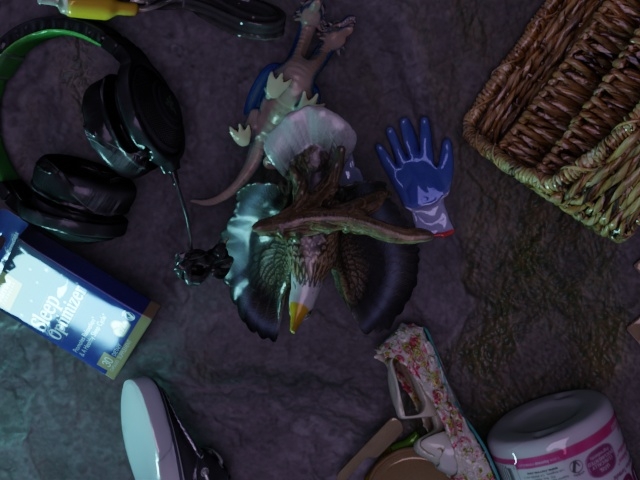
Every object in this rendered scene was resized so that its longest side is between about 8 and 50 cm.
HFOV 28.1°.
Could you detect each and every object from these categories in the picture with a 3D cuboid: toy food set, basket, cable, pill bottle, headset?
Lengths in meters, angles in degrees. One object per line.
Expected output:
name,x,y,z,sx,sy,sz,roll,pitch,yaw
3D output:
toy food set,0.124,0.314,1.640,0.192,0.038,0.132,42,104,-11
basket,0.332,-0.176,1.466,0.223,0.213,0.299,36,97,-6
cable,-0.183,-0.279,1.506,0.287,0.139,0.072,14,117,-5
pill bottle,0.325,0.342,1.575,0.160,0.160,0.283,-21,99,4
headset,-0.257,-0.091,1.490,0.394,0.185,0.243,41,106,8

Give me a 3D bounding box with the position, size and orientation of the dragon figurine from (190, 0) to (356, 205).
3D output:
dragon figurine,-0.049,-0.159,1.537,0.085,0.144,0.289,29,117,-6

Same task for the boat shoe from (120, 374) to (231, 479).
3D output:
boat shoe,-0.165,0.304,1.608,0.102,0.108,0.301,-20,95,-29

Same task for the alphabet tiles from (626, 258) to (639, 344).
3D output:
alphabet tiles,0.567,0.104,1.611,0.285,0.011,0.342,-41,97,7

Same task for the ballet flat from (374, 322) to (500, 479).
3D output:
ballet flat,0.136,0.218,1.578,0.077,0.091,0.241,-22,77,-20

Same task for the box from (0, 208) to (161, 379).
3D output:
box,-0.320,0.068,1.569,0.225,0.036,0.136,33,131,-3

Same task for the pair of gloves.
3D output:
pair of gloves,0.073,-0.064,1.583,0.198,0.023,0.159,-13,98,2

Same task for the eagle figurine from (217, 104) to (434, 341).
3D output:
eagle figurine,-0.006,0.009,1.491,0.226,0.298,0.225,44,81,11
